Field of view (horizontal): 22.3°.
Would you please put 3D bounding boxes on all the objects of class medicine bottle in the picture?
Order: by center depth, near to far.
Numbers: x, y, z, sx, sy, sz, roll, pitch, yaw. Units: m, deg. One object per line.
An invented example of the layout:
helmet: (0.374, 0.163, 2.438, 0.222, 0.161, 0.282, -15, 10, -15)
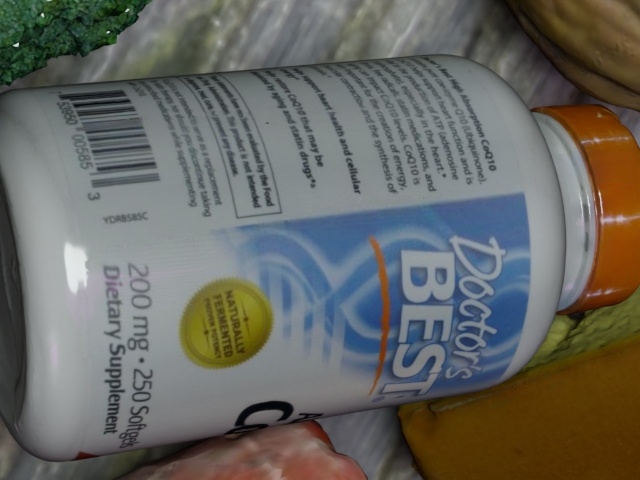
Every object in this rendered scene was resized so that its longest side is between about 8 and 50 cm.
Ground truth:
medicine bottle: (0.000, 0.000, 0.715, 0.289, 0.157, 0.157, -7, 104, -21)

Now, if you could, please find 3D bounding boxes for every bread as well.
bread: (0.214, 0.066, 0.775, 0.361, 0.077, 0.138, -22, 118, 27)

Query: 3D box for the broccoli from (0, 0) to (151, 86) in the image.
broccoli: (-0.132, -0.192, 0.644, 0.270, 0.270, 0.270, 3, 70, -18)

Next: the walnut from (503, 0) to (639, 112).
walnut: (0.165, -0.162, 0.747, 0.213, 0.213, 0.213, -4, 103, -16)

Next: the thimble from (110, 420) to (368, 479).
thimble: (-0.022, 0.206, 0.747, 0.162, 0.239, 0.239, -27, 108, -13)
